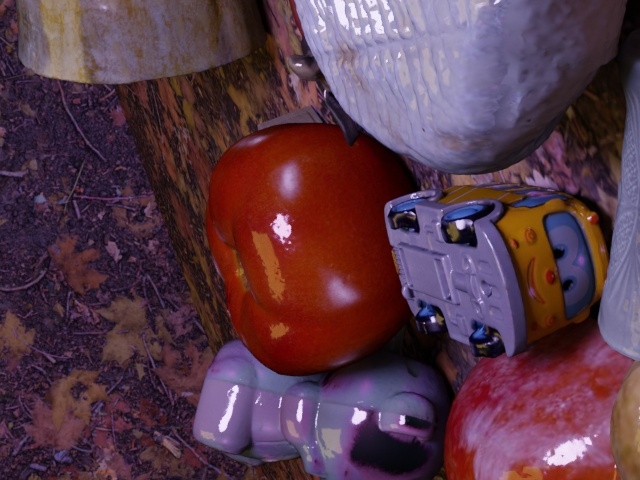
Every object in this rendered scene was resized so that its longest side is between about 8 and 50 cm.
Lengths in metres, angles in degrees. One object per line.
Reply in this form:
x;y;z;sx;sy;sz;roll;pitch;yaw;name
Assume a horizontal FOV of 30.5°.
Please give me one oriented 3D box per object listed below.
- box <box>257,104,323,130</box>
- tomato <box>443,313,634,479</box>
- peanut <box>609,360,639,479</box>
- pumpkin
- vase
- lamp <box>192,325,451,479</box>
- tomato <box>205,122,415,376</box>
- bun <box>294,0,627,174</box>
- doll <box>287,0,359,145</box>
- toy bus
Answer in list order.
-0.031;-0.130;1.525;0.083;0.079;0.035;58;162;35;box
0.197;0.204;1.043;0.309;0.170;0.309;56;158;36;tomato
0.280;0.172;0.819;0.224;0.129;0.129;63;163;20;peanut
-0.239;-0.345;1.546;0.332;0.332;0.199;-136;42;-55;pumpkin
0.234;-0.032;0.777;0.096;0.096;0.219;-134;30;-53;vase
0.020;0.195;1.460;0.247;0.301;0.247;63;-142;-66;lamp
0.000;0.000;1.327;0.298;0.226;0.298;167;90;-74;tomato
0.097;-0.219;0.786;0.354;0.194;0.354;165;90;-71;bun
0.018;-0.260;1.038;0.235;0.174;0.330;159;88;-80;doll
0.153;0.014;1.005;0.209;0.136;0.126;-161;54;-69;toy bus
